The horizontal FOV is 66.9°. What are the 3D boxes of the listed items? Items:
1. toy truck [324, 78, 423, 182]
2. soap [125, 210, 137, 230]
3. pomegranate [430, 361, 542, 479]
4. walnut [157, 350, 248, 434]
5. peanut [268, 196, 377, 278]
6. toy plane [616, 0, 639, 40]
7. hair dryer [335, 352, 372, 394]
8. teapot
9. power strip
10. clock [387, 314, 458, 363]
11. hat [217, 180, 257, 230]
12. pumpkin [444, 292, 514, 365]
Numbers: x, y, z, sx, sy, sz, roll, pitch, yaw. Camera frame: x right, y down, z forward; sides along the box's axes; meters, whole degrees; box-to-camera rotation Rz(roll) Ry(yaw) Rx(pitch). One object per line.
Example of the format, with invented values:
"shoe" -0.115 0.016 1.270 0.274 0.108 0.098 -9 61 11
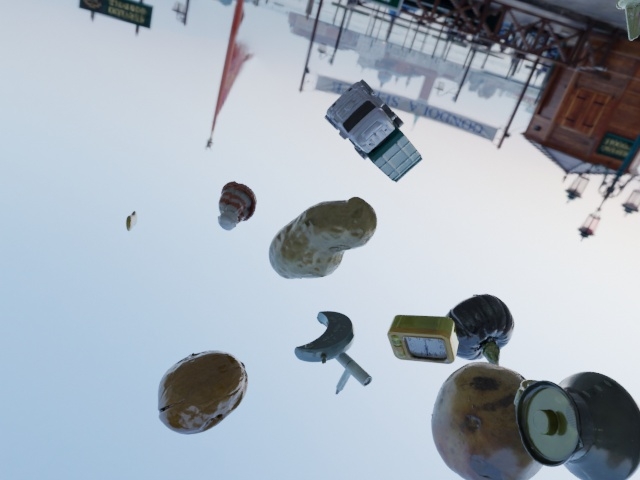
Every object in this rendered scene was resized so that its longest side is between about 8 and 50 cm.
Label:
"toy truck" 0.116 -0.208 0.969 0.124 0.114 0.253 55 -165 26
"soap" -0.407 -0.043 1.044 0.012 0.034 0.089 1 -165 -10
"pomegranate" 0.394 0.423 1.131 0.282 0.281 0.281 15 -157 -6
"walnut" -0.258 0.314 1.046 0.211 0.087 0.167 -31 -111 -22
"peanut" 0.000 0.000 1.364 0.170 0.387 0.192 -17 -103 -50
"toy plane" 0.535 -0.401 0.695 0.228 0.244 0.092 61 -174 1
"hair dryer" 0.090 0.465 1.587 0.044 0.183 0.155 -13 -145 -36
"teapot" 0.305 0.218 0.595 0.119 0.130 0.166 11 -172 -18
"power strip" 0.023 0.310 1.544 0.168 0.054 0.253 -3 -157 21
"clock" 0.327 0.315 1.547 0.202 0.143 0.096 -3 -148 29
"hat" -0.225 -0.077 1.236 0.094 0.112 0.162 -12 -154 22
"pumpkin" 0.628 0.361 1.899 0.296 0.295 0.295 15 -157 -6
